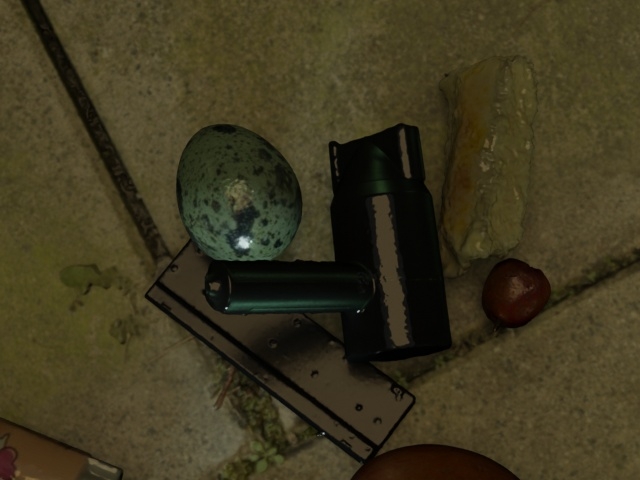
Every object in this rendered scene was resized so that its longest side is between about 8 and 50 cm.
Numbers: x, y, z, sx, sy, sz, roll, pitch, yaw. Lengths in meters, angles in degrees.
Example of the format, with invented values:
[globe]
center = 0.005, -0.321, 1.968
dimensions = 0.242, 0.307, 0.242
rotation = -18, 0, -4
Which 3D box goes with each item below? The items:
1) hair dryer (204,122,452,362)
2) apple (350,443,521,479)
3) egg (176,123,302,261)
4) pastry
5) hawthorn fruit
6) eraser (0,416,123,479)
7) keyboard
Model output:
[hair dryer]
center = 0.000, 0.000, 1.522
dimensions = 0.302, 0.116, 0.244
rotation = 2, 75, -44
[apple]
center = 0.126, 0.320, 1.453
dimensions = 0.254, 0.253, 0.253
rotation = 0, 74, 1
[egg]
center = -0.092, -0.052, 1.613
dimensions = 0.132, 0.132, 0.172
rotation = -25, 64, -6
[pastry]
center = 0.179, -0.081, 1.622
dimensions = 0.089, 0.121, 0.258
rotation = 10, 70, -20
[hawthorn fruit]
center = 0.210, 0.058, 1.611
dimensions = 0.077, 0.077, 0.077
rotation = 0, 74, 1
[eraser]
center = -0.366, 0.264, 1.552
dimensions = 0.290, 0.087, 0.171
rotation = 21, 77, 7
[keyboard]
center = -0.047, 0.118, 1.623
dimensions = 0.310, 0.018, 0.101
rotation = 36, 77, 10
